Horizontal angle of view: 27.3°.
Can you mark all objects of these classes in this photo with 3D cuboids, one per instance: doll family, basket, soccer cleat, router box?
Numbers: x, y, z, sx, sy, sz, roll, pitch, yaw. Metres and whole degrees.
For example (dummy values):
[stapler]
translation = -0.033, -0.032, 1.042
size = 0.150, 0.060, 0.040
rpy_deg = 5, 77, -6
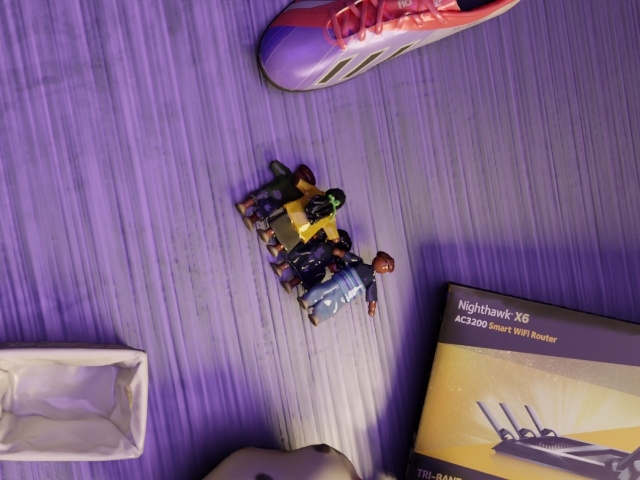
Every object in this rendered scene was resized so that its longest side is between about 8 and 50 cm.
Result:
[doll family]
translation = 0.000, 0.000, 1.422
size = 0.111, 0.076, 0.193
rpy_deg = -33, 106, -14
[basket]
translation = -0.266, 0.159, 1.348
size = 0.167, 0.103, 0.113
rpy_deg = 2, 93, -15
[soccer cleat]
translation = 0.084, -0.247, 1.400
size = 0.318, 0.116, 0.108
rpy_deg = -22, 99, -12
[router box]
translation = 0.265, 0.195, 1.447
size = 0.309, 0.081, 0.242
rpy_deg = 12, 91, 4

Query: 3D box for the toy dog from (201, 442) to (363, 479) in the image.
[toy dog]
translation = 0.018, 0.389, 1.361
size = 0.395, 0.284, 0.408
rpy_deg = -31, 96, 22
